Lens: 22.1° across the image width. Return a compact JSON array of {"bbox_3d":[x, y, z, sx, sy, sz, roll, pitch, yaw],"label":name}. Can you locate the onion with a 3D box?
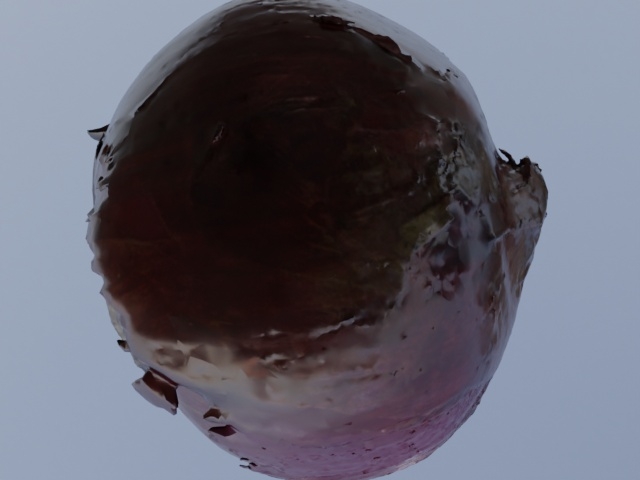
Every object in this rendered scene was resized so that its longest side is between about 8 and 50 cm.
[{"bbox_3d":[0.000,0.000,0.896,0.276,0.276,0.276,-12,-131,14],"label":"onion"}]
